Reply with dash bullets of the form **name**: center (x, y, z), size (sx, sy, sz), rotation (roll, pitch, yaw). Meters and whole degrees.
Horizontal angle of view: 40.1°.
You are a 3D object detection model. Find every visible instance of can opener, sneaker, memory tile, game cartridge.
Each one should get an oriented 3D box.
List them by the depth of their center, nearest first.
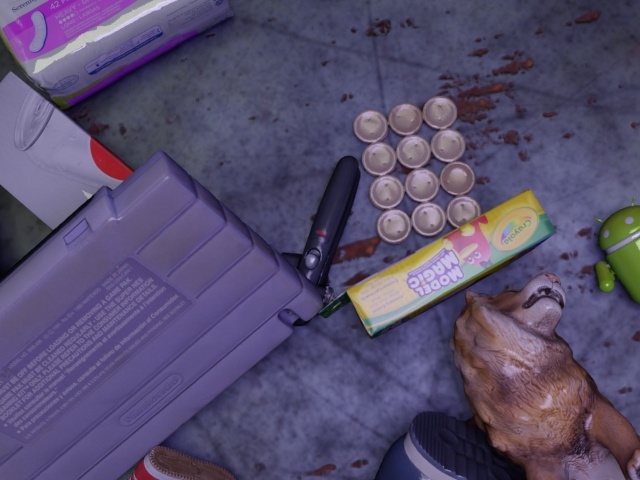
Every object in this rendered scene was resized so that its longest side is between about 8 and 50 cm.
- **game cartridge**: center (-0.199, 0.101, 0.790), size (0.355, 0.068, 0.230), rotation (-40, 125, 8)
- **sneaker**: center (0.190, 0.293, 0.824), size (0.319, 0.112, 0.131), rotation (35, 114, 3)
- **sneaker**: center (-0.134, 0.249, 0.864), size (0.118, 0.042, 0.067), rotation (33, 118, -22)
- **can opener**: center (0.000, 0.000, 0.888), size (0.073, 0.059, 0.186), rotation (23, 84, 4)
- **memory tile**: center (0.102, -0.074, 0.916), size (0.113, 0.012, 0.148), rotation (-12, 80, 2)

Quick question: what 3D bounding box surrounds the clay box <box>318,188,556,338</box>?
- **clay box**: center (0.107, 0.035, 0.841), size (0.222, 0.127, 0.053), rotation (-30, 81, 0)

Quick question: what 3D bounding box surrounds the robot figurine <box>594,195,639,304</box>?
- **robot figurine**: center (0.319, 0.016, 0.859), size (0.101, 0.067, 0.115), rotation (-35, 80, 29)

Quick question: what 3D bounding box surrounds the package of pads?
- **package of pads**: center (-0.265, -0.315, 0.934), size (0.229, 0.101, 0.296), rotation (-30, 80, -2)

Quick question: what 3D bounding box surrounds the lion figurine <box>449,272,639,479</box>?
- **lion figurine**: center (0.272, 0.209, 0.778), size (0.142, 0.240, 0.392), rotation (-42, 105, 7)

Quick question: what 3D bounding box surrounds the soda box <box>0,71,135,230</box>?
- **soda box**: center (-0.229, -0.041, 0.894), size (0.286, 0.091, 0.098), rotation (40, 86, 8)
